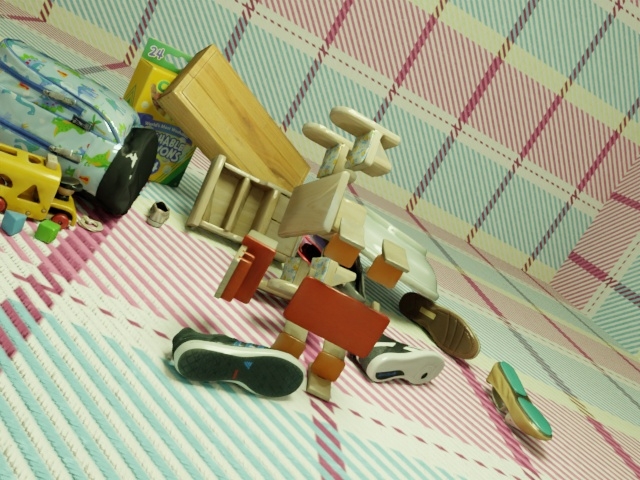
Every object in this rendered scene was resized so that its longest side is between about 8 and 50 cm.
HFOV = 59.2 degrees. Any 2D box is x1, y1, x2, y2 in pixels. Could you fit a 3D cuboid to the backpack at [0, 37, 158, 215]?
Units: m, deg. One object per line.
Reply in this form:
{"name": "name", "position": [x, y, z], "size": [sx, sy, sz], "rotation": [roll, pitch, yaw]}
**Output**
{"name": "backpack", "position": [-0.513, -0.228, 1.107], "size": [0.356, 0.273, 0.290], "rotation": [15, 18, -10]}

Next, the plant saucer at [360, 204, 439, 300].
{"name": "plant saucer", "position": [0.170, 0.004, 1.498], "size": [0.400, 0.100, 0.400], "rotation": [36, 5, -4]}

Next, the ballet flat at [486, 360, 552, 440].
{"name": "ballet flat", "position": [0.420, 0.356, 1.207], "size": [0.080, 0.073, 0.232], "rotation": [30, 20, -16]}

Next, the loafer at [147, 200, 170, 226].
{"name": "loafer", "position": [-0.347, -0.066, 1.226], "size": [0.045, 0.039, 0.125], "rotation": [24, 15, -16]}

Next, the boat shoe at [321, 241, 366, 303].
{"name": "boat shoe", "position": [0.064, 0.077, 1.302], "size": [0.112, 0.095, 0.335], "rotation": [39, 23, -16]}

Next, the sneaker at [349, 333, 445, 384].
{"name": "sneaker", "position": [0.149, 0.219, 1.128], "size": [0.217, 0.079, 0.121], "rotation": [15, 22, -41]}

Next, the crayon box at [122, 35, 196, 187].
{"name": "crayon box", "position": [-0.388, -0.306, 1.397], "size": [0.203, 0.323, 0.083], "rotation": [13, 22, -48]}

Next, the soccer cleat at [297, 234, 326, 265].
{"name": "soccer cleat", "position": [-0.048, -0.014, 1.468], "size": [0.248, 0.083, 0.095], "rotation": [54, 14, 19]}

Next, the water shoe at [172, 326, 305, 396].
{"name": "water shoe", "position": [-0.114, 0.167, 0.814], "size": [0.203, 0.073, 0.080], "rotation": [22, 14, -30]}

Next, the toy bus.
{"name": "toy bus", "position": [-0.475, -0.095, 0.946], "size": [0.191, 0.104, 0.202], "rotation": [31, 15, 7]}

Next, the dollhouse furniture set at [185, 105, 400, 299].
{"name": "dollhouse furniture set", "position": [-0.087, -0.074, 1.168], "size": [0.256, 0.362, 0.394], "rotation": [25, -13, -23]}

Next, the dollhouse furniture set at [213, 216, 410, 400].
{"name": "dollhouse furniture set", "position": [-0.022, 0.094, 0.865], "size": [0.259, 0.262, 0.135], "rotation": [28, 17, -6]}

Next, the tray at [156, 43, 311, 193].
{"name": "tray", "position": [-0.195, -0.256, 1.399], "size": [0.411, 0.076, 0.203], "rotation": [50, 46, -31]}

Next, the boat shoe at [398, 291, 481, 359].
{"name": "boat shoe", "position": [0.322, 0.216, 1.456], "size": [0.095, 0.095, 0.257], "rotation": [23, 14, -46]}

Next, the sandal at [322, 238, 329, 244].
{"name": "sandal", "position": [0.003, -0.005, 1.618], "size": [0.240, 0.088, 0.079], "rotation": [39, -20, -22]}
